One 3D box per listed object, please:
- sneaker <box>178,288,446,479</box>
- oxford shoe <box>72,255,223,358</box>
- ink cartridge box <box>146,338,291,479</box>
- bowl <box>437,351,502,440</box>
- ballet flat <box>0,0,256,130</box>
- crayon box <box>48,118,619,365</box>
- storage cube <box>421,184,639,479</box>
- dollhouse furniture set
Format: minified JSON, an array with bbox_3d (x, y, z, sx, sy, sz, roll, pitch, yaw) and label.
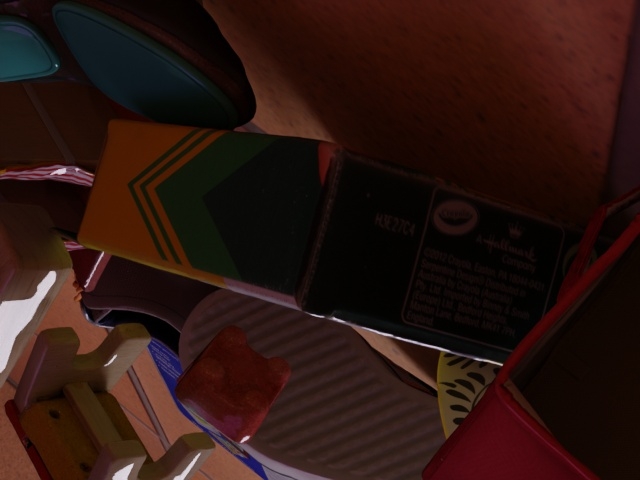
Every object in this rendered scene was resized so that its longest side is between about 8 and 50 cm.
[{"bbox_3d":[0.039,0.149,1.176,0.321,0.126,0.127,29,166,22],"label":"sneaker"},{"bbox_3d":[-0.165,-0.011,1.264,0.363,0.133,0.130,42,163,3],"label":"oxford shoe"},{"bbox_3d":[-0.053,0.171,1.575,0.303,0.072,0.307,36,160,26],"label":"ink cartridge box"},{"bbox_3d":[0.147,0.117,0.928,0.080,0.170,0.170,-27,118,24],"label":"bowl"},{"bbox_3d":[-0.137,-0.136,0.947,0.280,0.096,0.095,15,149,33],"label":"ballet flat"},{"bbox_3d":[0.000,0.000,0.873,0.202,0.081,0.318,16,177,-32],"label":"crayon box"},{"bbox_3d":[0.178,0.078,0.637,0.215,0.184,0.193,40,163,8],"label":"storage cube"},{"bbox_3d":[-0.169,0.040,1.047,0.152,0.201,0.374,-54,55,31],"label":"dollhouse furniture set"}]
